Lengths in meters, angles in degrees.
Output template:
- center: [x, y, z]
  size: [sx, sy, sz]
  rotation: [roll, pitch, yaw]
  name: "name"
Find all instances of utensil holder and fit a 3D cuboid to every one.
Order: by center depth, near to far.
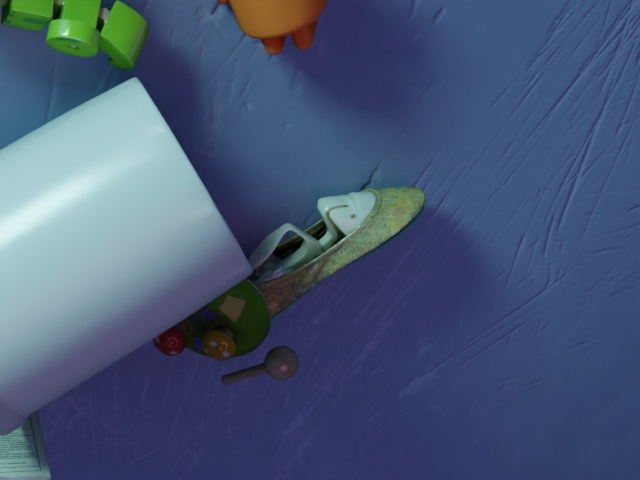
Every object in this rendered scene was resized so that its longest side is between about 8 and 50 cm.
- center: [-0.326, 0.015, 1.450]
  size: [0.385, 0.327, 0.328]
  rotation: [-31, 128, -6]
  name: "utensil holder"

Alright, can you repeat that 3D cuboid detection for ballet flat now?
- center: [0.000, 0.000, 1.715]
  size: [0.348, 0.123, 0.123]
  rotation: [-34, 128, 3]
  name: "ballet flat"

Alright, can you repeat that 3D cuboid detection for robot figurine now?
- center: [-0.070, -0.350, 1.444]
  size: [0.128, 0.158, 0.219]
  rotation: [-40, 132, -24]
  name: "robot figurine"

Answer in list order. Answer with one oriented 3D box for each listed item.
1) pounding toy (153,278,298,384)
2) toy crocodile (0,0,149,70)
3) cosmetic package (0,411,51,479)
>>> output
- center: [-0.162, 0.152, 1.679]
  size: [0.183, 0.110, 0.237]
  rotation: [-19, 119, 34]
  name: "pounding toy"
- center: [-0.369, -0.300, 1.369]
  size: [0.340, 0.105, 0.115]
  rotation: [14, 75, -28]
  name: "toy crocodile"
- center: [-0.479, 0.281, 1.570]
  size: [0.153, 0.296, 0.129]
  rotation: [1, 121, -23]
  name: "cosmetic package"
